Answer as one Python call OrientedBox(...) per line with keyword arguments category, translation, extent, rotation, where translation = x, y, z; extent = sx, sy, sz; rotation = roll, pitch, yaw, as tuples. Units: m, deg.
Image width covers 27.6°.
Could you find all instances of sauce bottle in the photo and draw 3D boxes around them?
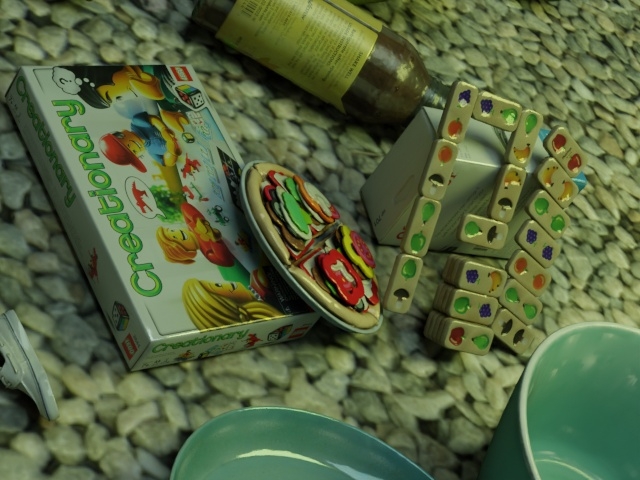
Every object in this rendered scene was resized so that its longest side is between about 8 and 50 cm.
OrientedBox(category="sauce bottle", translation=(0.027, -0.200, 1.433), extent=(0.344, 0.111, 0.111), rotation=(31, 42, -10))

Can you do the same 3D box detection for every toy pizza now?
OrientedBox(category="toy pizza", translation=(0.000, 0.000, 1.237), extent=(0.201, 0.032, 0.201), rotation=(44, 22, -23))

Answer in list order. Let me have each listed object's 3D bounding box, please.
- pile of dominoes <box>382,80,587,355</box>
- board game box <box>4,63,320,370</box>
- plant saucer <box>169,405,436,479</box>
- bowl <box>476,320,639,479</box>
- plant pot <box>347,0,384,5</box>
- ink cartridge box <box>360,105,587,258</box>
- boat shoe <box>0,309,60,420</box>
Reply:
OrientedBox(category="pile of dominoes", translation=(0.178, -0.011, 1.291), extent=(0.196, 0.251, 0.040), rotation=(15, 5, -32))
OrientedBox(category="board game box", translation=(-0.146, -0.033, 1.201), extent=(0.193, 0.053, 0.305), rotation=(-8, 59, -41))
OrientedBox(category="plant saucer", translation=(0.017, 0.260, 1.021), extent=(0.318, 0.043, 0.317), rotation=(24, 29, -14))
OrientedBox(category="bowl", translation=(0.263, 0.245, 1.168), extent=(0.311, 0.163, 0.311), rotation=(19, 45, -20))
OrientedBox(category="plant pot", translation=(0.064, -0.396, 1.546), extent=(0.293, 0.275, 0.275), rotation=(-34, 77, -32))
OrientedBox(category="ink cartridge box", translation=(0.160, -0.056, 1.378), extent=(0.191, 0.139, 0.082), rotation=(8, 48, -31))
OrientedBox(category="boat shoe", translation=(-0.239, 0.103, 1.032), extent=(0.035, 0.035, 0.100), rotation=(-25, 72, -17))
